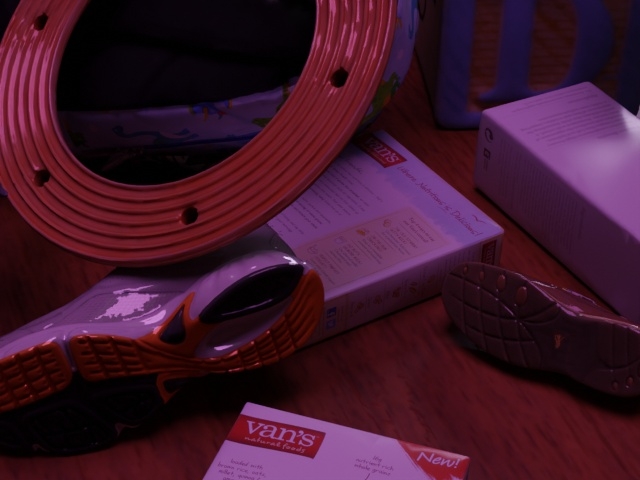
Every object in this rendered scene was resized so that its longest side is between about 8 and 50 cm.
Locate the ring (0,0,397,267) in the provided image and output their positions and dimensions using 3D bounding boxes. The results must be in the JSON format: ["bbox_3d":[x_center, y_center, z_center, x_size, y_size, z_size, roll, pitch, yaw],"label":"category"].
[{"bbox_3d":[-0.096,-0.133,1.186,0.337,0.032,0.336,-12,61,22],"label":"ring"}]

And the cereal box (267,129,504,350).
[{"bbox_3d":[0.000,0.000,1.292,0.240,0.047,0.173,-19,42,-27],"label":"cereal box"}]

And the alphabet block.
[{"bbox_3d":[0.190,-0.233,1.509,0.193,0.192,0.197,-1,37,-6],"label":"alphabet block"}]

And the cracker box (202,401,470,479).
[{"bbox_3d":[-0.013,0.207,0.984,0.156,0.067,0.232,12,36,14],"label":"cracker box"}]

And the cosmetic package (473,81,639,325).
[{"bbox_3d":[0.236,-0.033,1.320,0.117,0.085,0.231,-17,41,-23],"label":"cosmetic package"}]

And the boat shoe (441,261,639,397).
[{"bbox_3d":[0.173,0.066,1.205,0.178,0.064,0.060,23,10,25],"label":"boat shoe"}]

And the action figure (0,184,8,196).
[{"bbox_3d":[-0.327,-0.034,1.216,0.164,0.141,0.276,14,1,-18],"label":"action figure"}]

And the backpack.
[{"bbox_3d":[-0.098,-0.194,1.361,0.356,0.273,0.290,-6,67,32],"label":"backpack"}]

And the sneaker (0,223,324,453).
[{"bbox_3d":[-0.133,0.059,1.150,0.262,0.099,0.121,-19,34,-10],"label":"sneaker"}]
